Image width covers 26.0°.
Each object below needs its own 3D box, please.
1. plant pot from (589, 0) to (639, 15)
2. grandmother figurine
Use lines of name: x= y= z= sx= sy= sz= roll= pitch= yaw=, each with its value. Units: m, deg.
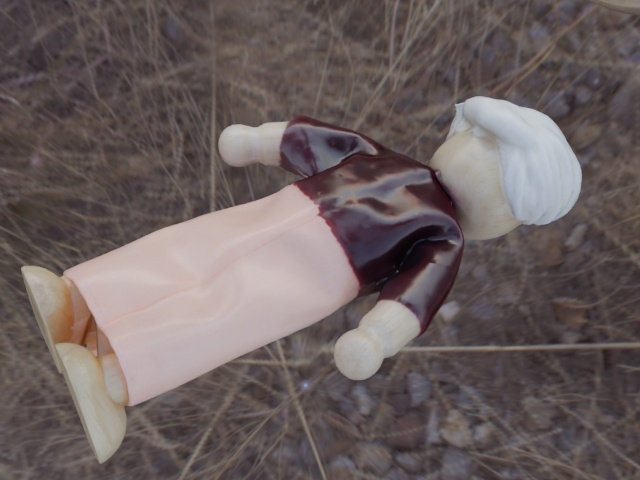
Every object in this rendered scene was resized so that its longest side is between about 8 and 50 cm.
plant pot: x=0.243 y=-0.298 z=1.070 sx=0.237 sy=0.110 sz=0.237 roll=0 pitch=90 yaw=41
grandmother figurine: x=0.000 y=0.000 z=0.834 sx=0.342 sy=0.104 sz=0.207 roll=-21 pitch=62 yaw=-14
